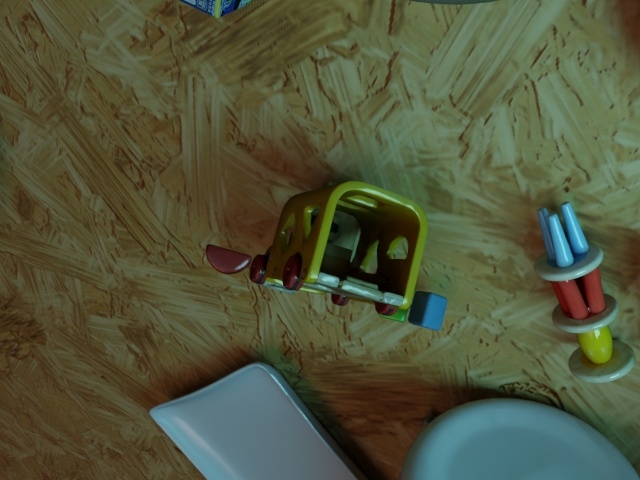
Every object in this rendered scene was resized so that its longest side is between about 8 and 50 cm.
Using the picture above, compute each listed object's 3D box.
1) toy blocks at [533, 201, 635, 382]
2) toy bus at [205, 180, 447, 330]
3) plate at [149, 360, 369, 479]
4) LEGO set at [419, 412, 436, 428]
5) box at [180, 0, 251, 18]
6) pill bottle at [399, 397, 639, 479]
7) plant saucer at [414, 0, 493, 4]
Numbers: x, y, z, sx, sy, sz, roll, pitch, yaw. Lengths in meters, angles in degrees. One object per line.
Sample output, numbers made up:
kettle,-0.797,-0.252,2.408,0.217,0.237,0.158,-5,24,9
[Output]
toy blocks,0.232,0.035,0.491,0.123,0.054,0.148,-10,115,37
toy bus,0.009,0.001,0.570,0.202,0.191,0.104,12,83,24
plate,-0.066,0.287,0.857,0.278,0.045,0.277,-31,101,42
LEGO set,0.136,0.212,0.700,0.054,0.023,0.083,5,136,32
box,-0.074,-0.259,0.477,0.059,0.054,0.169,28,131,12
pill bottle,0.181,0.352,0.637,0.210,0.210,0.363,13,127,24
plant saucer,0.037,-0.230,0.344,0.277,0.041,0.278,21,169,4
